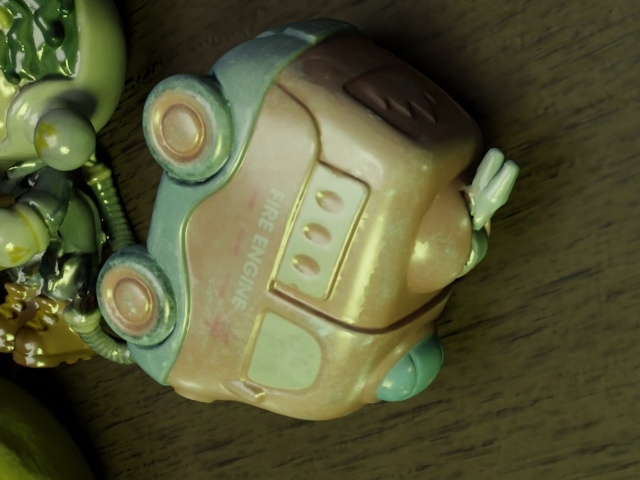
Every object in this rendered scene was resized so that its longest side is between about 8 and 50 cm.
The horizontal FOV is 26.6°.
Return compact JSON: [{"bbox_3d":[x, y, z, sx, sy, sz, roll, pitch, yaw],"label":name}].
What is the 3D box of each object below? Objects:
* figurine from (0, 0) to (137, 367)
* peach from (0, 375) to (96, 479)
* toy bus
[{"bbox_3d":[-0.262,-0.084,1.165,0.261,0.186,0.382,13,109,34],"label":"figurine"},{"bbox_3d":[-0.346,0.269,1.253,0.315,0.281,0.314,31,132,33],"label":"peach"},{"bbox_3d":[0.000,0.000,0.965,0.231,0.197,0.294,30,116,21],"label":"toy bus"}]
